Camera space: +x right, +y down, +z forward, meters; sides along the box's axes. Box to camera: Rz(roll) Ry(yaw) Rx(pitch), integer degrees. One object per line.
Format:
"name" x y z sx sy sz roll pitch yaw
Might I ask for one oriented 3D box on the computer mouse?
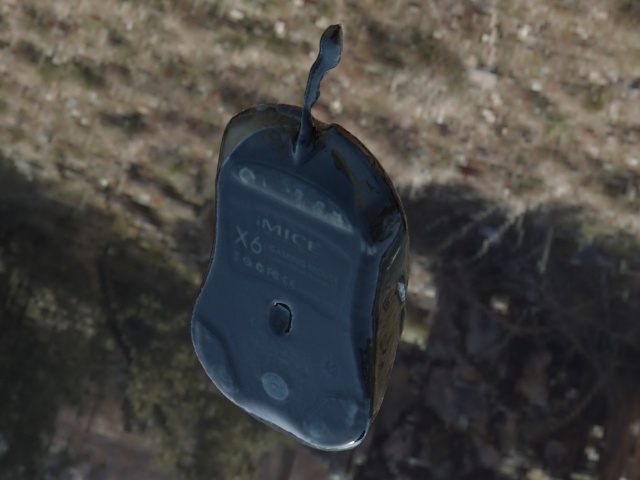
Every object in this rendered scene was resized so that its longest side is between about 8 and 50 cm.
"computer mouse" 0.000 0.000 1.043 0.167 0.090 0.379 27 133 20
